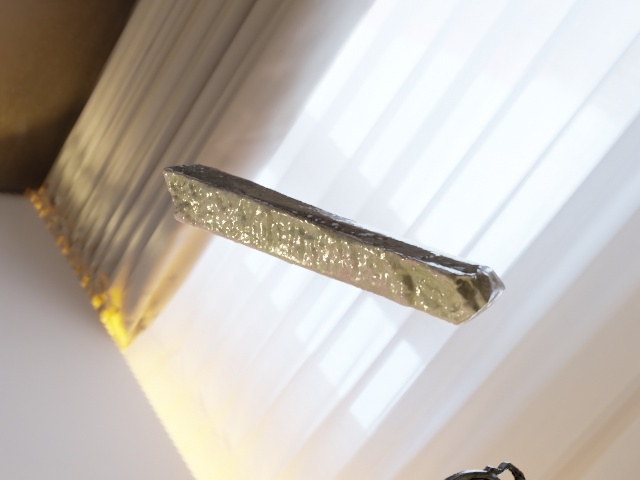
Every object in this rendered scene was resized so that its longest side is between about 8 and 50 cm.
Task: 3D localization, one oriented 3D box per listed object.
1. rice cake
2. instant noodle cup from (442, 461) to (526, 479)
[{"bbox_3d":[0.000,0.000,0.983,0.365,0.056,0.073,19,-162,29],"label":"rice cake"},{"bbox_3d":[0.106,0.302,0.964,0.177,0.125,0.208,54,-129,-14],"label":"instant noodle cup"}]
